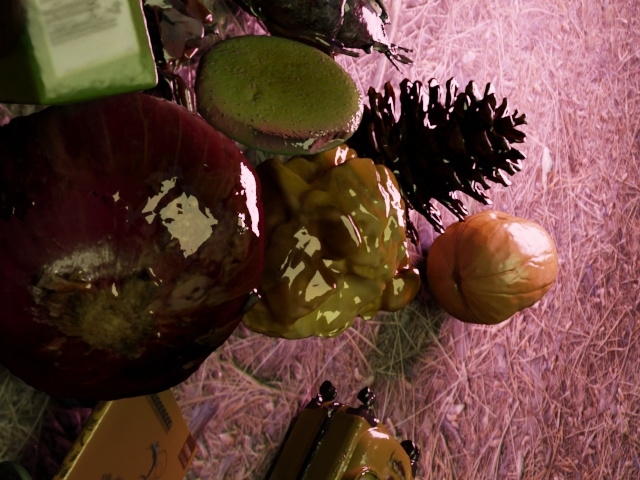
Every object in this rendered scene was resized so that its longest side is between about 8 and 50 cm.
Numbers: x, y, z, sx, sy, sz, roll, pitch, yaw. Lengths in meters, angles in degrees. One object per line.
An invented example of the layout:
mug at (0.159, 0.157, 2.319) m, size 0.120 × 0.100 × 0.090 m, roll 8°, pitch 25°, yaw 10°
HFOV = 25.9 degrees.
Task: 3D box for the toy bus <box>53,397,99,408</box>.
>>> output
toy bus at (-0.260, 0.136, 1.616) m, size 0.060 × 0.075 × 0.123 m, roll 56°, pitch 50°, yaw -40°

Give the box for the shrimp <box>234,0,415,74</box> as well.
shrimp at (-0.002, -0.333, 1.877) m, size 0.372 × 0.137 × 0.172 m, roll 26°, pitch 68°, yaw -51°

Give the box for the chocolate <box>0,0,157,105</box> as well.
chocolate at (-0.318, -0.276, 1.346) m, size 0.137 × 0.289 × 0.300 m, roll -26°, pitch 113°, yaw -38°

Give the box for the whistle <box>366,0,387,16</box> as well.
whistle at (0.029, -0.411, 1.969) m, size 0.235 × 0.077 × 0.114 m, roll 56°, pitch 21°, yaw -32°

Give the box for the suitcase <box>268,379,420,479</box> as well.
suitcase at (0.038, 0.347, 1.975) m, size 0.194 × 0.143 × 0.234 m, roll 54°, pitch 52°, yaw -41°

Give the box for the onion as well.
onion at (-0.226, -0.023, 1.506) m, size 0.385 × 0.348 × 0.347 m, roll -103°, pitch 168°, yaw -55°

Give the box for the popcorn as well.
popcorn at (0.000, 0.000, 1.796) m, size 0.332 × 0.225 × 0.264 m, roll 10°, pitch 115°, yaw -39°

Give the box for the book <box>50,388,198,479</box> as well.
book at (-0.266, 0.338, 1.601) m, size 0.388 × 0.032 × 0.269 m, roll -62°, pitch 156°, yaw -29°

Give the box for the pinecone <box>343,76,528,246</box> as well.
pinecone at (0.154, -0.125, 1.974) m, size 0.246 × 0.292 × 0.246 m, roll 56°, pitch 22°, yaw -38°

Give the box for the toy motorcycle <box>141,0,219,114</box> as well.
toy motorcycle at (-0.177, -0.223, 1.686) m, size 0.118 × 0.084 × 0.212 m, roll 9°, pitch 71°, yaw -50°

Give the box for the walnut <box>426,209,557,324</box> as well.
walnut at (0.276, 0.040, 2.230) m, size 0.226 × 0.193 × 0.193 m, roll -16°, pitch 105°, yaw -43°

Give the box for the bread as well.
bread at (-0.055, -0.191, 1.757) m, size 0.228 × 0.228 × 0.033 m, roll -45°, pitch 161°, yaw -42°

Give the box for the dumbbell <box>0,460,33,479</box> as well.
dumbbell at (-0.373, 0.279, 1.472) m, size 0.254 × 0.082 × 0.081 m, roll 4°, pitch 89°, yaw -52°
